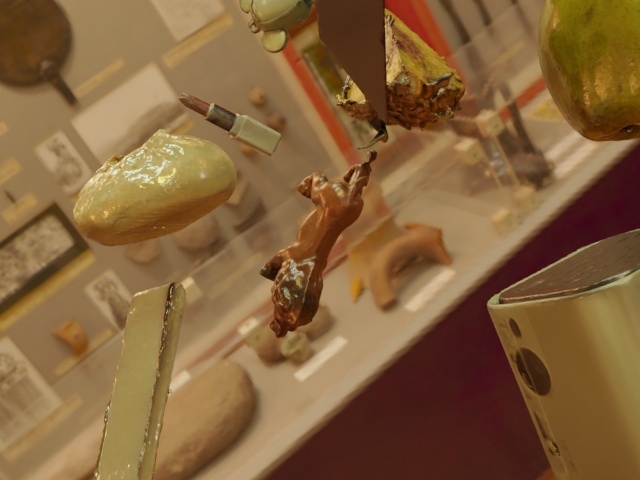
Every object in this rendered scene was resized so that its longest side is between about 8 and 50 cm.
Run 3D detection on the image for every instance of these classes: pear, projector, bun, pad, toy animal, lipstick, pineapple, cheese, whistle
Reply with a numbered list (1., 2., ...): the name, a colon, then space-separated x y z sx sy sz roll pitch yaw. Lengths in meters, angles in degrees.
1. pear: 0.447 -0.298 1.484 0.253 0.253 0.307 -14 71 33
2. projector: 0.371 0.130 1.145 0.248 0.249 0.249 -24 4 -25
3. bun: -0.226 -0.078 1.336 0.222 0.127 0.222 -19 -7 -3
4. pad: 0.029 -0.260 1.102 0.006 0.245 0.170 -27 59 -12
5. toy animal: 0.000 0.000 1.510 0.312 0.097 0.157 -62 21 7
6. lipstick: -0.091 -0.117 0.987 0.025 0.107 0.025 -65 22 -3
7. pineapple: 0.123 -0.216 1.495 0.158 0.161 0.334 -50 23 14
8. cheese: -0.222 0.230 1.186 0.085 0.034 0.400 -18 51 31
9. whistle: -0.008 -0.362 1.391 0.236 0.114 0.077 -35 -18 20
